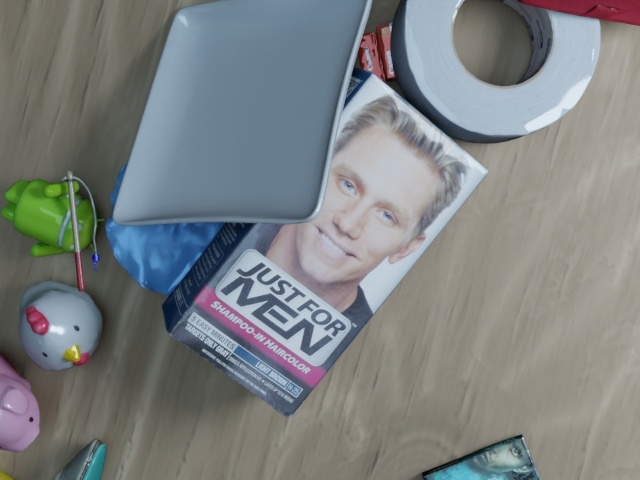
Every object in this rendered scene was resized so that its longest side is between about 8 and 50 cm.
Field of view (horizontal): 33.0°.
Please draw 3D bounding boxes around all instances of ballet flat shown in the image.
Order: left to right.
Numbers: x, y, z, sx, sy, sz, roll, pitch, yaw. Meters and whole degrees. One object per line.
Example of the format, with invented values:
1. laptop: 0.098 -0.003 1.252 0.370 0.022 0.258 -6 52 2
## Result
1. ballet flat: -0.304 0.327 1.252 0.068 0.072 0.213 13 93 8

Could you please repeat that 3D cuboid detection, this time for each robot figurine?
1. robot figurine: -0.306 -0.028 1.243 0.115 0.067 0.101 23 120 3

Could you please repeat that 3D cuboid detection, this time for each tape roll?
1. tape roll: 0.189 -0.218 1.181 0.219 0.072 0.219 0 88 -7

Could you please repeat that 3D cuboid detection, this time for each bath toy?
1. bath toy: -0.381 0.192 1.209 0.151 0.129 0.348 44 87 3

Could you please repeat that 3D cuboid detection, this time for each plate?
1. plate: -0.077 -0.137 1.148 0.277 0.045 0.278 0 67 35

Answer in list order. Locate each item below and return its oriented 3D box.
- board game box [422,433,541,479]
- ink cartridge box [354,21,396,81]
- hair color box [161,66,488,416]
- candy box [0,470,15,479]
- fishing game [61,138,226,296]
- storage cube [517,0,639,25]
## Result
1. board game box: 0.210 0.330 1.238 0.126 0.026 0.186 -23 90 5
2. ink cartridge box: 0.088 -0.216 1.229 0.115 0.029 0.063 -11 91 3
3. hair color box: 0.000 0.000 1.181 0.174 0.105 0.347 37 93 -17
4. candy box: -0.471 0.276 1.283 0.205 0.027 0.105 33 90 2
5. fishing game: -0.155 -0.027 1.235 0.264 0.041 0.189 -7 91 -12
6. storage cube: 0.320 -0.343 1.082 0.214 0.193 0.184 6 76 -20
